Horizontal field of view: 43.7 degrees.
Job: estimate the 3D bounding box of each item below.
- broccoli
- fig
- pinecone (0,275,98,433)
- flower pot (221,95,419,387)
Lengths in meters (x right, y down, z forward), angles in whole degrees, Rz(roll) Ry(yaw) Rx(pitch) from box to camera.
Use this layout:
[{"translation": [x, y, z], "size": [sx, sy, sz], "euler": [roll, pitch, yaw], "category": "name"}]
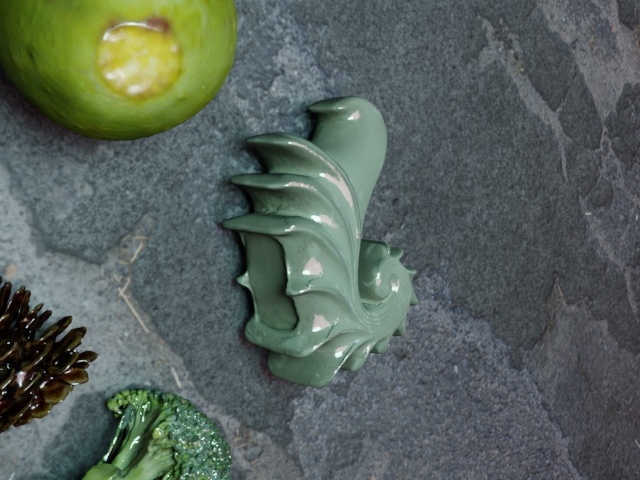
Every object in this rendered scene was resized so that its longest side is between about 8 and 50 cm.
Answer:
[{"translation": [-0.279, 0.326, 0.959], "size": [0.362, 0.252, 0.221], "euler": [-14, 104, 0], "category": "broccoli"}, {"translation": [-0.207, -0.223, 0.818], "size": [0.258, 0.326, 0.258], "euler": [-5, 111, -13], "category": "fig"}, {"translation": [-0.347, 0.117, 0.865], "size": [0.163, 0.163, 0.165], "euler": [-46, 110, -24], "category": "pinecone"}, {"translation": [0.000, 0.000, 1.114], "size": [0.254, 0.165, 0.367], "euler": [-26, 113, -39], "category": "flower pot"}]
